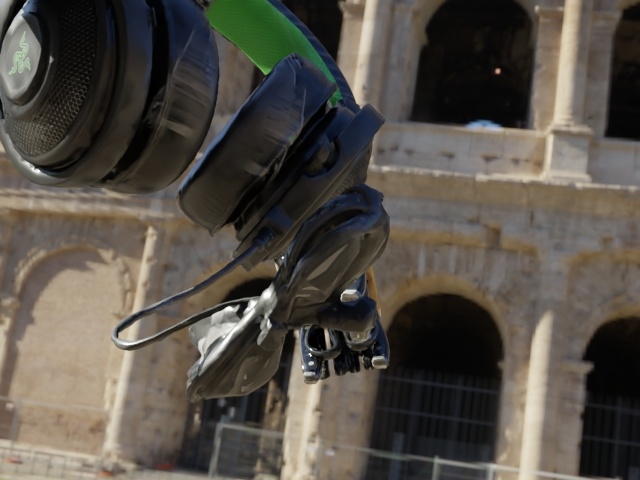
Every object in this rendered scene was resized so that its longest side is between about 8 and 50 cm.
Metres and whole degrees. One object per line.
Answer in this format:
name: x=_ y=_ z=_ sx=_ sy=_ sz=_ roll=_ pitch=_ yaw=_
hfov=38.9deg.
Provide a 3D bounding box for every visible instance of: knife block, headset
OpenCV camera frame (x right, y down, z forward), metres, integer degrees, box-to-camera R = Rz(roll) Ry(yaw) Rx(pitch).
knife block: x=0.000 y=0.000 z=0.857 sx=0.088 sy=0.275 sz=0.242 roll=-12 pitch=-16 yaw=1
headset: x=-0.055 y=-0.083 z=0.519 sx=0.243 sy=0.394 sz=0.185 roll=25 pitch=-54 yaw=-29
